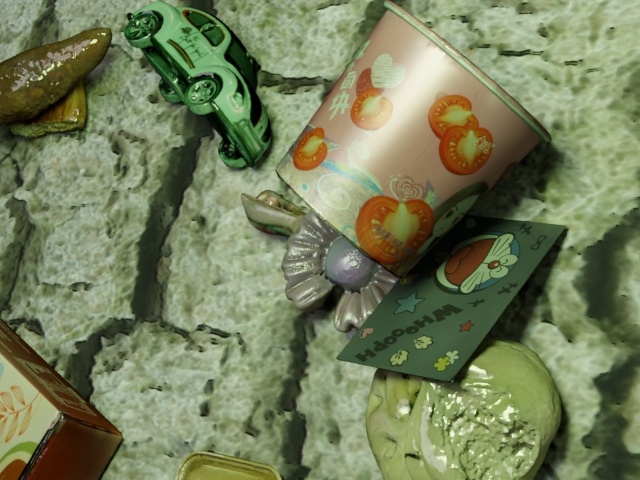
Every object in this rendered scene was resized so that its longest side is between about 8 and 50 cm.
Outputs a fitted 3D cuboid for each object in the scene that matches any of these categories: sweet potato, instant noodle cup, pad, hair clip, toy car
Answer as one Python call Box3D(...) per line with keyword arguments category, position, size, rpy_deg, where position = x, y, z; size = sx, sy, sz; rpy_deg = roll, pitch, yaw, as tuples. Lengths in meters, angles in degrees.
Box3D(category="sweet potato", position=(-0.450, -0.229, 2.255), size=(0.341, 0.092, 0.114), rpy_deg=(-17, 43, 30))
Box3D(category="instant noodle cup", position=(0.091, -0.106, 1.698), size=(0.231, 0.243, 0.243), rpy_deg=(-49, 47, 5))
Box3D(category="pad", position=(0.145, 0.057, 1.673), size=(0.170, 0.006, 0.245), rpy_deg=(9, 48, 44))
Box3D(category="hair clip", position=(-0.006, -0.003, 1.866), size=(0.300, 0.069, 0.173), rpy_deg=(28, 88, 44))
Box3D(category="toy car", position=(-0.148, -0.223, 2.047), size=(0.125, 0.136, 0.306), rpy_deg=(-39, 48, -7))

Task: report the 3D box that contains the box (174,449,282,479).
Box3D(category="box", position=(-0.105, 0.309, 1.788), size=(0.177, 0.111, 0.111), rpy_deg=(4, 74, 41))

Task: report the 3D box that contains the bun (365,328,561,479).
Box3D(category="bun", position=(0.139, 0.188, 1.626), size=(0.237, 0.116, 0.210), rpy_deg=(-3, 69, 42))

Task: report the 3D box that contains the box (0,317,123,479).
Box3D(category="box", position=(-0.490, 0.309, 2.100), size=(0.385, 0.122, 0.344), rpy_deg=(34, 95, 44))

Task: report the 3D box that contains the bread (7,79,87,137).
Box3D(category="bread", position=(-0.402, -0.226, 2.312), size=(0.154, 0.054, 0.136), rpy_deg=(-5, 69, 33))
